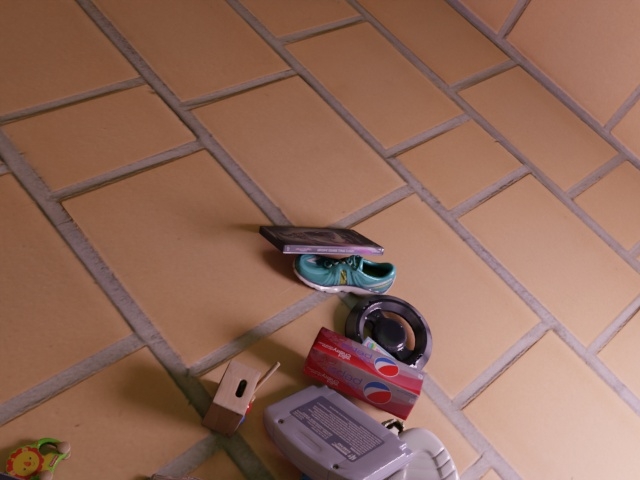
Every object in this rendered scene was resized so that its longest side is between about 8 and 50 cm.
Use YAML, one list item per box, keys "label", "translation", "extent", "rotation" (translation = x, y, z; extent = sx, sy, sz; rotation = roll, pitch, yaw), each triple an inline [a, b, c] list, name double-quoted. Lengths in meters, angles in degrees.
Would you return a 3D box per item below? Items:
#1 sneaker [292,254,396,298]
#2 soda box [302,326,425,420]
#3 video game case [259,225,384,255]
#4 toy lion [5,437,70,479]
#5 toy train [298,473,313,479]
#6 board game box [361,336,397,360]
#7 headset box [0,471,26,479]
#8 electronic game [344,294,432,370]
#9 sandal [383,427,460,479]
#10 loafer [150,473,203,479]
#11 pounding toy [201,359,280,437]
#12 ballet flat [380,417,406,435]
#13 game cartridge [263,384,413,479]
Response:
- label: "sneaker"
  translation: [0.064, 0.071, 1.868]
  extent: [0.275, 0.110, 0.107]
  rotation: [9, 50, -17]
- label: "soda box"
  translation: [0.097, 0.301, 1.648]
  extent: [0.263, 0.092, 0.083]
  rotation: [23, 34, 5]
- label: "video game case"
  translation: [0.000, 0.000, 1.880]
  extent: [0.274, 0.026, 0.196]
  rotation: [3, 14, -23]
- label: "toy lion"
  translation: [-0.536, 0.415, 1.366]
  extent: [0.096, 0.034, 0.100]
  rotation: [21, 46, 3]
- label: "toy train"
  translation: [0.067, 0.525, 1.453]
  extent: [0.248, 0.105, 0.143]
  rotation: [13, 36, 16]
- label: "board game box"
  translation: [0.140, 0.318, 1.722]
  extent: [0.154, 0.026, 0.103]
  rotation: [39, 76, 9]
- label: "headset box"
  translation: [-0.528, 0.525, 1.129]
  extent: [0.131, 0.246, 0.283]
  rotation: [20, 46, -7]
- label: "electronic game"
  translation: [0.172, 0.239, 1.817]
  extent: [0.229, 0.048, 0.229]
  rotation: [8, 56, -12]
- label: "sandal"
  translation: [0.226, 0.606, 1.512]
  extent: [0.169, 0.102, 0.416]
  rotation: [-10, 69, -13]
- label: "loafer"
  translation: [-0.271, 0.476, 1.425]
  extent: [0.125, 0.045, 0.039]
  rotation: [6, 44, -17]
- label: "pounding toy"
  translation: [-0.169, 0.324, 1.537]
  extent: [0.100, 0.130, 0.141]
  rotation: [25, 46, -4]
- label: "ballet flat"
  translation: [0.115, 0.475, 1.578]
  extent: [0.091, 0.077, 0.241]
  rotation: [34, 47, 6]
- label: "game cartridge"
  translation: [0.022, 0.413, 1.516]
  extent: [0.196, 0.060, 0.294]
  rotation: [-13, 29, -40]
